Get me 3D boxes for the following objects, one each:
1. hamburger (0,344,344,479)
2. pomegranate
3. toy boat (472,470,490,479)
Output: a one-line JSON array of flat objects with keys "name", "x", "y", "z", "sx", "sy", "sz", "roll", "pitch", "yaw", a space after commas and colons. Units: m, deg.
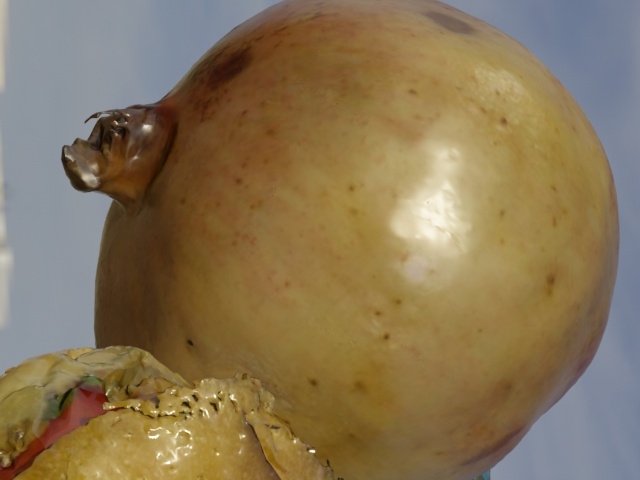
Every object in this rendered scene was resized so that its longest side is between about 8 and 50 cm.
[{"name": "hamburger", "x": -0.108, "y": 0.171, "z": 0.956, "sx": 0.163, "sy": 0.244, "sz": 0.244, "roll": 14, "pitch": -73, "yaw": 52}, {"name": "pomegranate", "x": 0.000, "y": 0.000, "z": 1.170, "sx": 0.338, "sy": 0.338, "sz": 0.338, "roll": 177, "pitch": -90, "yaw": -73}, {"name": "toy boat", "x": 0.087, "y": 0.162, "z": 1.554, "sx": 0.185, "sy": 0.075, "sz": 0.077, "roll": 36, "pitch": -26, "yaw": 59}]
